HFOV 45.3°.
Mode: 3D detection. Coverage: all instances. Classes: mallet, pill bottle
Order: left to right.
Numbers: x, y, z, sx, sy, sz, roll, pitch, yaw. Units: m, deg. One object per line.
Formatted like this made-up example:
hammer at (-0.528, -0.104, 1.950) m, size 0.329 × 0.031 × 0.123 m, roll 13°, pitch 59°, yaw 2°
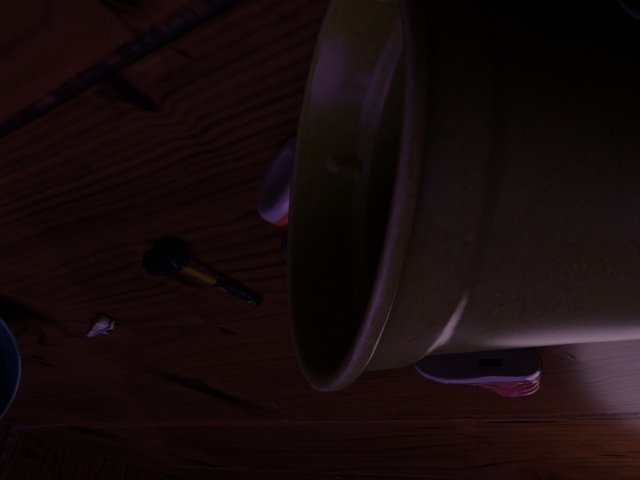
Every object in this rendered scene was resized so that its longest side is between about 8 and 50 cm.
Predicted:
mallet at (-0.142, 0.049, 1.020) m, size 0.190 × 0.039 × 0.062 m, roll 25°, pitch 149°, yaw -35°
pill bottle at (0.026, -0.031, 0.717) m, size 0.152 × 0.086 × 0.086 m, roll 24°, pitch 152°, yaw -23°

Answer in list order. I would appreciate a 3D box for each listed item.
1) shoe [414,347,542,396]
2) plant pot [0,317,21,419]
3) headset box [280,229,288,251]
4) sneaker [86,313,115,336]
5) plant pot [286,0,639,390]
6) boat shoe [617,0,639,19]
shoe at (0.226, 0.189, 1.100) m, size 0.178 × 0.063 × 0.081 m, roll -1°, pitch 147°, yaw 17°
plant pot at (-0.723, 0.222, 1.385) m, size 0.272 × 0.271 × 0.255 m, roll 33°, pitch 161°, yaw -37°
headset box at (0.000, 0.000, 0.852) m, size 0.062 × 0.032 × 0.083 m, roll 26°, pitch 152°, yaw -26°
sneaker at (-0.382, 0.154, 1.333) m, size 0.037 × 0.031 × 0.083 m, roll 23°, pitch 153°, yaw -21°
plant pot at (0.128, -0.033, 0.509) m, size 0.254 × 0.276 × 0.276 m, roll 6°, pitch 156°, yaw -14°
boat shoe at (0.207, -0.149, 0.302) m, size 0.500 × 0.186 × 0.156 m, roll 31°, pitch 154°, yaw -25°
